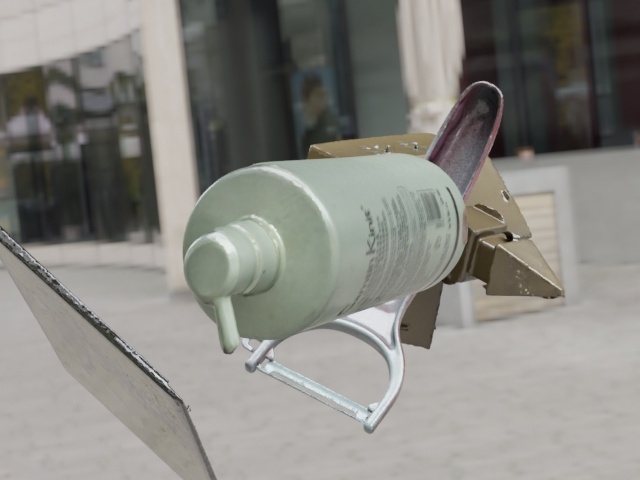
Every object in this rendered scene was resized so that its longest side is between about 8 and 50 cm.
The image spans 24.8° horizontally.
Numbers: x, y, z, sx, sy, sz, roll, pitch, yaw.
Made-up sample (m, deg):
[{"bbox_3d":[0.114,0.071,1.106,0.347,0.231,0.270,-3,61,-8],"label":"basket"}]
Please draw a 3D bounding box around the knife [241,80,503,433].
[{"bbox_3d":[0.055,0.001,1.079,0.123,0.278,0.053,26,-17,17],"label":"knife"}]

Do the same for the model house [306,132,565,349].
[{"bbox_3d":[0.114,0.020,1.295,0.181,0.176,0.248,-8,26,-42],"label":"model house"}]

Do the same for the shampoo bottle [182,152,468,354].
[{"bbox_3d":[0.000,0.000,0.750,0.085,0.085,0.262,-5,3,23],"label":"shampoo bottle"}]

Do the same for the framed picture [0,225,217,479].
[{"bbox_3d":[-0.192,0.131,1.366,0.014,0.255,0.338,-44,-22,-17],"label":"framed picture"}]
